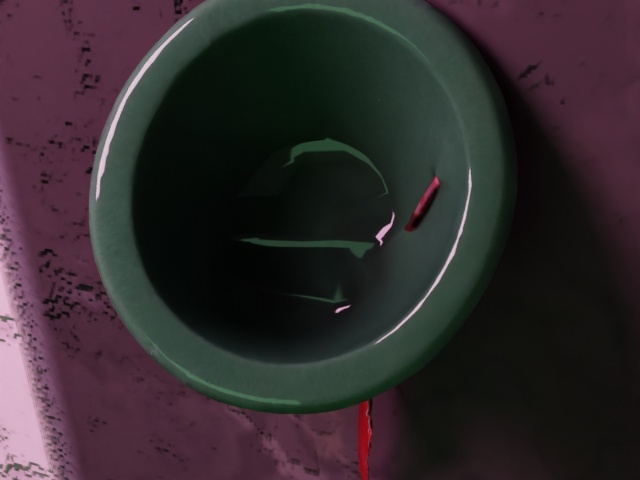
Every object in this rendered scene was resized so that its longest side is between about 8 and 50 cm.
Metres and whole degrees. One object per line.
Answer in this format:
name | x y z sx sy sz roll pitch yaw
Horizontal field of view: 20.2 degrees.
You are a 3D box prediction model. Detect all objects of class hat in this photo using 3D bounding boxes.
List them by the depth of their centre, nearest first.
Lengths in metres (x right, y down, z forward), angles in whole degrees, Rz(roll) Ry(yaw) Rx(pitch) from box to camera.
hat | 0.000 0.000 0.807 0.173 0.183 0.208 29 89 12
